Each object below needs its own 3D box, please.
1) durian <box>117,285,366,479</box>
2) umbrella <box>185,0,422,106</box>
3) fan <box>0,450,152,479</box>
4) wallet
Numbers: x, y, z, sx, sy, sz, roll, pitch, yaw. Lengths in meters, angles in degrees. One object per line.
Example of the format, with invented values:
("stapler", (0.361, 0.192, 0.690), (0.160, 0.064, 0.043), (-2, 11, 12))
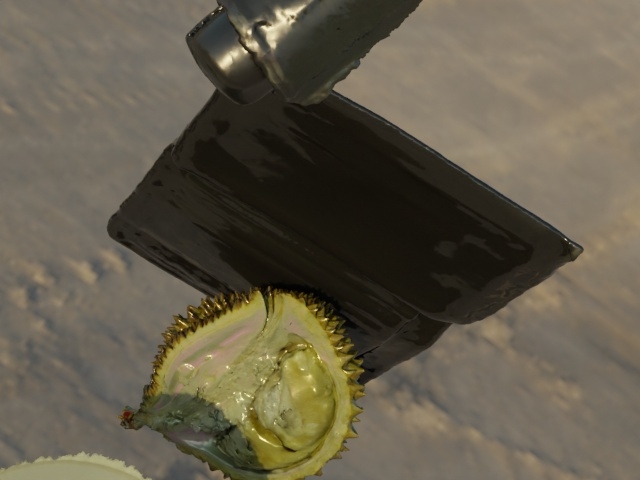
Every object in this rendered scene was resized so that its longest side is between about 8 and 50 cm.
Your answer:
("durian", (-0.053, 0.105, 1.154), (0.146, 0.208, 0.102), (64, 28, -11))
("umbrella", (0.027, -0.077, 0.349), (0.036, 0.133, 0.031), (50, -3, 40))
("fan", (-0.206, 0.187, 0.863), (0.329, 0.191, 0.009), (18, 1, -25))
("wallet", (0.000, 0.000, 1.118), (0.247, 0.041, 0.323), (30, -28, -11))
